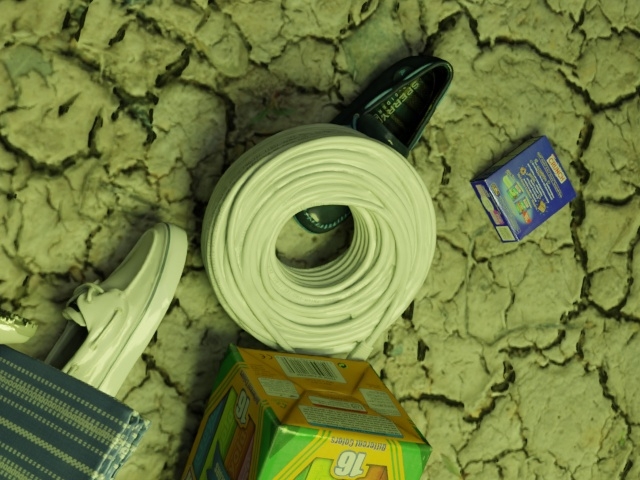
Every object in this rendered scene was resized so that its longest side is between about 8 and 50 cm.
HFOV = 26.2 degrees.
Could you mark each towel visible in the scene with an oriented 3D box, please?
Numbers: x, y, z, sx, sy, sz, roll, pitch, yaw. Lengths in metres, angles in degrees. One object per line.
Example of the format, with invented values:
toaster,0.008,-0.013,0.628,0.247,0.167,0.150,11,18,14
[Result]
towel,-0.325,0.276,1.317,0.336,0.243,0.040,-60,140,-14

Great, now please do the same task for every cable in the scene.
cable,0.000,0.000,1.496,0.257,0.089,0.257,-46,116,7

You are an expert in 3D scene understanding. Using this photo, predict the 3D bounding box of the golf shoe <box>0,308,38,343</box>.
golf shoe,-0.375,0.102,1.379,0.176,0.069,0.086,5,93,-15

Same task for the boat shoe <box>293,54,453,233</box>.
boat shoe,0.056,-0.121,1.574,0.109,0.089,0.258,38,74,-21

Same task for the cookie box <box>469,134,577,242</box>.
cookie box,0.251,-0.063,1.696,0.107,0.040,0.092,-35,104,-22

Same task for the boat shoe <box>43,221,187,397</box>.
boat shoe,-0.227,0.085,1.431,0.084,0.095,0.258,33,75,-26

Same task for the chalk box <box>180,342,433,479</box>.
chalk box,-0.037,0.283,1.449,0.180,0.179,0.289,10,110,-25
